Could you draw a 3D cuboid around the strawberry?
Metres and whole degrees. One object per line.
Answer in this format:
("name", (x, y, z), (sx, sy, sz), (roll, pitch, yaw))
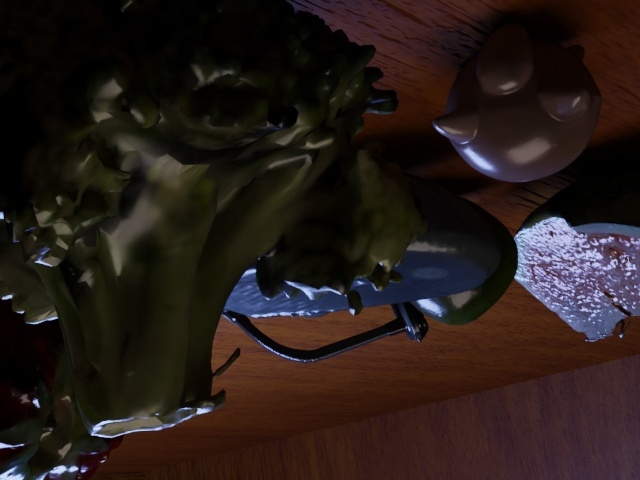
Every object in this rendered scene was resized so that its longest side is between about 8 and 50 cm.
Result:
("strawberry", (-0.363, 0.135, 1.369), (0.292, 0.310, 0.292), (-31, 148, -22))

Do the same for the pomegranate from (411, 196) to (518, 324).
("pomegranate", (0.150, 0.020, 1.385), (0.131, 0.152, 0.191), (-54, 154, 12))

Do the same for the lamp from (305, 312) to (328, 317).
("lamp", (-0.008, 0.036, 1.418), (0.105, 0.105, 0.105), (-8, 165, -2))

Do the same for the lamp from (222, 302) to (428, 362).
("lamp", (-0.009, 0.096, 1.623), (0.283, 0.124, 0.203), (-7, 175, 1))

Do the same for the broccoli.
("broccoli", (-0.129, -0.022, 0.795), (0.348, 0.281, 0.293), (-20, 162, 35))

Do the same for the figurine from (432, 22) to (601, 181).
("figurine", (0.157, -0.107, 0.984), (0.125, 0.125, 0.138), (-14, 180, 20))

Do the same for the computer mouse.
("computer mouse", (0.000, 0.000, 1.261), (0.371, 0.122, 0.188), (-11, 155, 26))

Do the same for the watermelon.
("watermelon", (0.349, 0.004, 1.354), (0.224, 0.180, 0.305), (-11, 171, -21))
